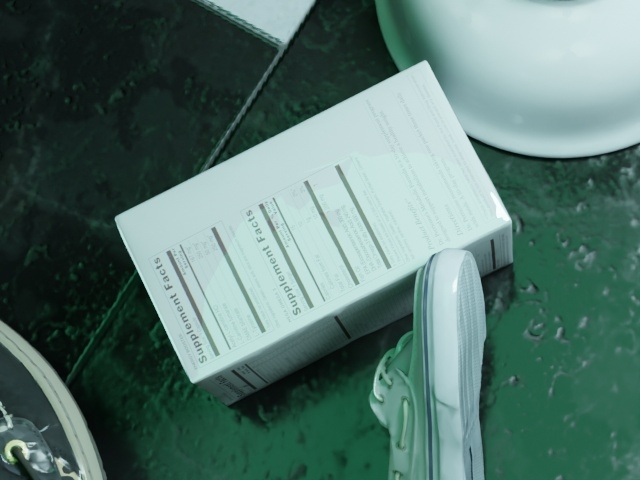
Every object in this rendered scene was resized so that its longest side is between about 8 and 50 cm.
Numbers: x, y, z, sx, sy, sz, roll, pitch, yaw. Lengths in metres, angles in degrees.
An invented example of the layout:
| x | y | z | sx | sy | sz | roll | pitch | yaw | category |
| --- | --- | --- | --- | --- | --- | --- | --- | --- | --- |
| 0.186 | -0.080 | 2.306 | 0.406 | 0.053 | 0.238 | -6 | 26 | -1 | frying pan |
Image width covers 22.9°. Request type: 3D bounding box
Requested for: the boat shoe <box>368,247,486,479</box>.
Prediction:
| x | y | z | sx | sy | sz | roll | pitch | yaw | category |
| --- | --- | --- | --- | --- | --- | --- | --- | --- | --- |
| 0.068 | 0.109 | 1.078 | 0.076 | 0.083 | 0.226 | 6 | 117 | 18 | boat shoe |

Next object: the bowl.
| x | y | z | sx | sy | sz | roll | pitch | yaw | category |
| --- | --- | --- | --- | --- | --- | --- | --- | --- | --- |
| 0.179 | -0.221 | 1.167 | 0.298 | 0.134 | 0.298 | -2 | 76 | 8 | bowl |

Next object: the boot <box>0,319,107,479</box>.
| x | y | z | sx | sy | sz | roll | pitch | yaw | category |
| --- | --- | --- | --- | --- | --- | --- | --- | --- | --- |
| -0.274 | 0.205 | 1.035 | 0.138 | 0.284 | 0.377 | -40 | 68 | 31 | boot |

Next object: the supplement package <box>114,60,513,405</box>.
| x | y | z | sx | sy | sz | roll | pitch | yaw | category |
| --- | --- | --- | --- | --- | --- | --- | --- | --- | --- |
| 0.000 | 0.000 | 1.134 | 0.244 | 0.139 | 0.134 | -27 | 75 | 0 | supplement package |
